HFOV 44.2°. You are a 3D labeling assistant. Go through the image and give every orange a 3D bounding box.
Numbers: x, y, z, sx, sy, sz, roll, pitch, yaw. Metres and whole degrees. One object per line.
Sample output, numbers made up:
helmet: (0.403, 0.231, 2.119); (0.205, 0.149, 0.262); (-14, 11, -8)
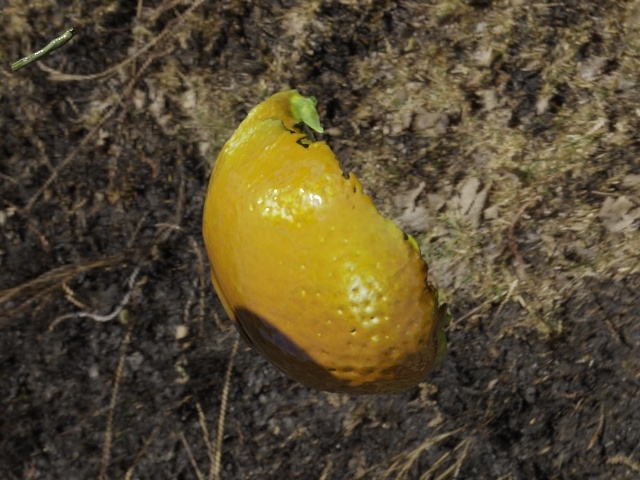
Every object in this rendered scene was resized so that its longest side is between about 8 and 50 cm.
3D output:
orange: (-0.009, 0.004, 0.758); (0.196, 0.334, 0.262); (-14, 125, -3)

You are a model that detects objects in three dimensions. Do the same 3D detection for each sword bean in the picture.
sword bean: (-0.289, -0.199, 0.828); (0.083, 0.012, 0.012); (-25, 82, 14)
